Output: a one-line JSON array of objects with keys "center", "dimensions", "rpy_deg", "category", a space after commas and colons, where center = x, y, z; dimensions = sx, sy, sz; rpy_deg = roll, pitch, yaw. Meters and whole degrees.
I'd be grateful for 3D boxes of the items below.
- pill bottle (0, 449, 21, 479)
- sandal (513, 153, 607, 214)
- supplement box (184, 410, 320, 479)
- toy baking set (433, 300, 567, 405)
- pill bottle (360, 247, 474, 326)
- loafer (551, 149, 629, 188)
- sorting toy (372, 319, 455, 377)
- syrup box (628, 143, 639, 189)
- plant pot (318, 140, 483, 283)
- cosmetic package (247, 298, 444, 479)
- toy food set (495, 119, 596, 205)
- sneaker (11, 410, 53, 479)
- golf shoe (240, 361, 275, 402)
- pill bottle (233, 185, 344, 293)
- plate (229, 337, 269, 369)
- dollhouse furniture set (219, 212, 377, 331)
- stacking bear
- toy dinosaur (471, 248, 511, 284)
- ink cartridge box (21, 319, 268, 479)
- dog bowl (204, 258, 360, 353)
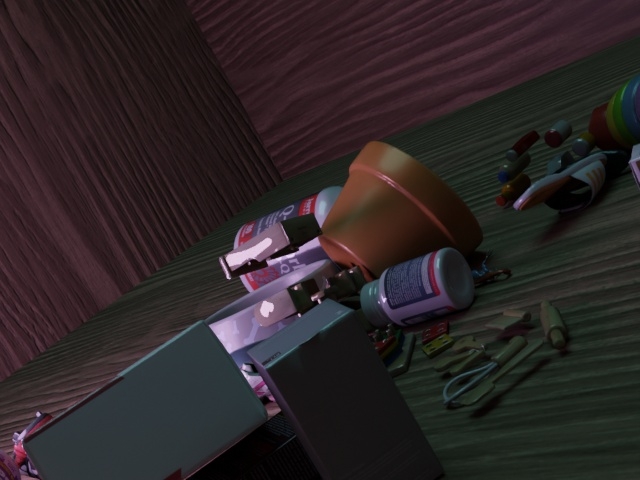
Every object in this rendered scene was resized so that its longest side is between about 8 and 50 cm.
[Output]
[{"center": [-0.635, 0.481, 1.761], "dimensions": [0.169, 0.169, 0.301], "rpy_deg": [-29, 11, -3], "category": "pill bottle"}, {"center": [0.452, -0.083, 1.837], "dimensions": [0.265, 0.076, 0.102], "rpy_deg": [-24, -19, -40], "category": "sandal"}, {"center": [-0.073, 0.310, 1.372], "dimensions": [0.239, 0.073, 0.130], "rpy_deg": [-34, 10, -20], "category": "supplement box"}, {"center": [0.251, 0.159, 1.376], "dimensions": [0.196, 0.030, 0.256], "rpy_deg": [-30, 10, 9], "category": "toy baking set"}, {"center": [0.162, 0.087, 1.712], "dimensions": [0.180, 0.108, 0.108], "rpy_deg": [-21, 13, 35], "category": "pill bottle"}, {"center": [0.536, -0.146, 1.968], "dimensions": [0.170, 0.062, 0.061], "rpy_deg": [-15, 13, 47], "category": "loafer"}, {"center": [0.088, 0.185, 1.614], "dimensions": [0.274, 0.046, 0.132], "rpy_deg": [-25, 12, 19], "category": "sorting toy"}, {"center": [0.629, -0.144, 1.614], "dimensions": [0.236, 0.096, 0.093], "rpy_deg": [-24, 10, 27], "category": "syrup box"}, {"center": [0.132, -0.017, 1.894], "dimensions": [0.203, 0.291, 0.291], "rpy_deg": [-48, 15, -11], "category": "plant pot"}, {"center": [0.029, 0.201, 1.173], "dimensions": [0.127, 0.238, 0.107], "rpy_deg": [-31, 11, -13], "category": "cosmetic package"}, {"center": [0.449, -0.162, 2.072], "dimensions": [0.104, 0.111, 0.232], "rpy_deg": [-39, 7, -39], "category": "toy food set"}, {"center": [-0.523, 0.427, 1.935], "dimensions": [0.097, 0.135, 0.276], "rpy_deg": [-45, -6, -29], "category": "sneaker"}, {"center": [-0.120, 0.249, 1.748], "dimensions": [0.186, 0.086, 0.067], "rpy_deg": [-25, 14, 27], "category": "golf shoe"}, {"center": [0.000, 0.000, 2.254], "dimensions": [0.363, 0.210, 0.210], "rpy_deg": [-23, 12, 31], "category": "pill bottle"}, {"center": [-0.109, 0.224, 1.802], "dimensions": [0.188, 0.024, 0.188], "rpy_deg": [-19, -25, -9], "category": "plate"}, {"center": [-0.045, 0.099, 1.761], "dimensions": [0.161, 0.242, 0.212], "rpy_deg": [-30, -8, 37], "category": "dollhouse furniture set"}, {"center": [0.633, -0.245, 1.952], "dimensions": [0.164, 0.175, 0.289], "rpy_deg": [-25, -1, -19], "category": "stacking bear"}, {"center": [0.290, 0.064, 1.732], "dimensions": [0.082, 0.047, 0.090], "rpy_deg": [11, 74, 61], "category": "toy dinosaur"}, {"center": [-0.237, 0.271, 1.423], "dimensions": [0.279, 0.160, 0.385], "rpy_deg": [-34, -6, -12], "category": "ink cartridge box"}, {"center": [-0.094, 0.149, 1.996], "dimensions": [0.348, 0.102, 0.349], "rpy_deg": [-26, 4, 2], "category": "dog bowl"}]
